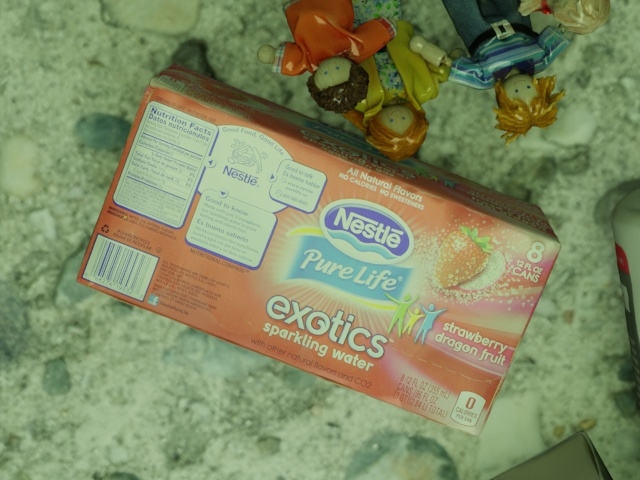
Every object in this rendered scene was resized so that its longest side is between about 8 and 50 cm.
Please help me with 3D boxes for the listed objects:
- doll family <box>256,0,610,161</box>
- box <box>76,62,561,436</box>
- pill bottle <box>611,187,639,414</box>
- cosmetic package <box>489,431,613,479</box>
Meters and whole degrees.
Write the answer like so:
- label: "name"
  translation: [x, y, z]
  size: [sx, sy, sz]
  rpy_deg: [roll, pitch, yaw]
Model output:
- label: "doll family"
  translation: [0.091, -0.140, 1.057]
  size: [0.262, 0.118, 0.163]
  rpy_deg: [-17, 63, 2]
- label: "box"
  translation: [0.000, 0.000, 1.088]
  size: [0.299, 0.142, 0.154]
  rpy_deg: [21, 102, -3]
- label: "pill bottle"
  translation: [0.313, 0.115, 1.083]
  size: [0.176, 0.176, 0.319]
  rpy_deg: [-9, 102, 4]
- label: "cosmetic package"
  translation: [0.212, 0.323, 1.166]
  size: [0.160, 0.113, 0.309]
  rpy_deg: [-30, 100, 8]
